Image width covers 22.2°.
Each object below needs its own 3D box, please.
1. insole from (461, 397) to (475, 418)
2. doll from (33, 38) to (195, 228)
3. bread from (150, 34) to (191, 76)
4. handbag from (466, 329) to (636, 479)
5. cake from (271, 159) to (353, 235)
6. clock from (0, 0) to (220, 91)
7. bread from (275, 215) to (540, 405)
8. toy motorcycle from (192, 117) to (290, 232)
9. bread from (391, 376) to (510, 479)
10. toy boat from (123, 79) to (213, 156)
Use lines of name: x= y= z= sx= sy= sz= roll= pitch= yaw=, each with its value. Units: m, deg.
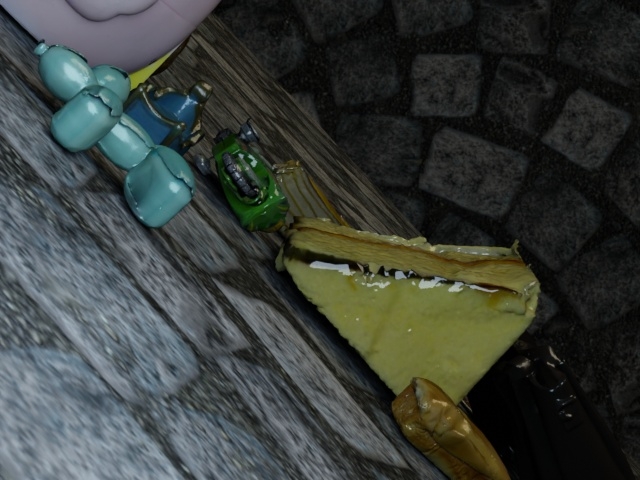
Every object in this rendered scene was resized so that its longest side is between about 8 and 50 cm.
insole: x=0.150 y=0.167 z=2.058 sx=0.193 sy=0.006 sz=0.065 roll=48 pitch=6 yaw=14
doll: x=-0.166 y=-0.093 z=1.281 sx=0.159 sy=0.059 sz=0.158 roll=44 pitch=8 yaw=-16
bread: x=-0.228 y=-0.292 z=1.847 sx=0.230 sy=0.123 sz=0.230 roll=49 pitch=5 yaw=-6
handbag: x=0.233 y=0.175 z=1.849 sx=0.257 sy=0.113 sz=0.285 roll=63 pitch=-4 yaw=-36
cake: x=-0.004 y=0.002 z=1.838 sx=0.185 sy=0.080 sz=0.116 roll=55 pitch=10 yaw=-50
clock: x=-0.243 y=-0.356 z=1.522 sx=0.377 sy=0.250 sz=0.368 roll=44 pitch=7 yaw=-31
bread: x=0.081 y=0.031 z=1.655 sx=0.236 sy=0.198 sz=0.263 roll=39 pitch=5 yaw=-4
toy motorcycle: x=-0.073 y=-0.062 z=1.696 sx=0.106 sy=0.074 sz=0.190 roll=56 pitch=3 yaw=-13
bread: x=0.123 y=0.186 z=1.523 sx=0.132 sy=0.053 sz=0.074 roll=47 pitch=6 yaw=-18
toy boat: x=-0.141 y=-0.119 z=1.534 sx=0.075 sy=0.077 sz=0.185 roll=46 pitch=6 yaw=0
